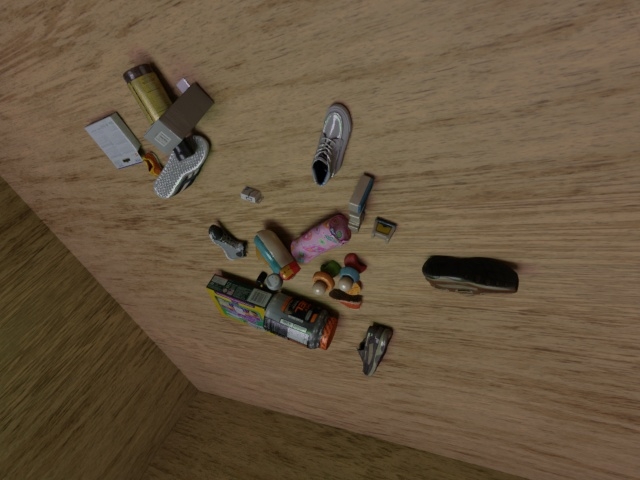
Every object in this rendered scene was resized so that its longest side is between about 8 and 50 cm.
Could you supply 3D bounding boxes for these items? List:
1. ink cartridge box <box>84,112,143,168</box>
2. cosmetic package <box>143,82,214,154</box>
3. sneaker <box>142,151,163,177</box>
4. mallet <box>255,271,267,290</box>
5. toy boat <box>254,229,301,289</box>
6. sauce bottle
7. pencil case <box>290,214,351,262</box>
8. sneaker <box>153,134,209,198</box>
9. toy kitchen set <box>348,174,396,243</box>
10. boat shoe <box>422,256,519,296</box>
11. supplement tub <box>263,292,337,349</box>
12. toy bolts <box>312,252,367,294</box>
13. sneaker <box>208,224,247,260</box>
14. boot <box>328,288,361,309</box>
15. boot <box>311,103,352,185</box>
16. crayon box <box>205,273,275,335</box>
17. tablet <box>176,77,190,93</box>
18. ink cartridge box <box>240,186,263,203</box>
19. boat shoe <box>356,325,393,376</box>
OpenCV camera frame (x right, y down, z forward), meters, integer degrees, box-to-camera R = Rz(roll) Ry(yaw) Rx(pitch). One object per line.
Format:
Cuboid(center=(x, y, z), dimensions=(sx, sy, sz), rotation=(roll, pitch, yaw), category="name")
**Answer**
Cuboid(center=(-0.897, -0.433, 1.781), dimensions=(0.223, 0.045, 0.224), rotation=(-3, 130, 34), category="ink cartridge box")
Cuboid(center=(-0.482, -0.420, 1.390), dimensions=(0.127, 0.238, 0.107), rotation=(-24, 127, 41), category="cosmetic package")
Cuboid(center=(-0.727, -0.303, 1.792), dimensions=(0.064, 0.067, 0.175), rotation=(-8, 128, 34), category="sneaker")
Cuboid(center=(-0.299, 0.224, 2.089), dimensions=(0.039, 0.062, 0.190), rotation=(23, 154, 9), category="mallet")
Cuboid(center=(-0.191, 0.093, 1.703), dimensions=(0.268, 0.148, 0.318), rotation=(56, 175, -28), category="toy boat")
Cuboid(center=(-0.580, -0.458, 1.479), dimensions=(0.111, 0.111, 0.345), rotation=(-8, 116, 37), category="sauce bottle")
Cuboid(center=(0.000, 0.000, 1.610), dimensions=(0.124, 0.124, 0.284), rotation=(45, 138, -16), category="pencil case")
Cuboid(center=(-0.552, -0.309, 1.651), dimensions=(0.321, 0.127, 0.126), rotation=(-40, 96, 22), category="sneaker")
Cuboid(center=(0.195, -0.104, 1.420), dimensions=(0.165, 0.122, 0.207), rotation=(21, 158, 12), category="toy kitchen set")
Cuboid(center=(0.530, 0.137, 1.439), dimensions=(0.323, 0.123, 0.120), rotation=(9, 141, 35), category="boat shoe")
Cuboid(center=(-0.098, 0.407, 2.010), dimensions=(0.337, 0.207, 0.207), rotation=(19, 138, 14), category="supplement tub")
Cuboid(center=(0.094, 0.185, 1.707), dimensions=(0.218, 0.159, 0.228), rotation=(43, 138, -13), category="toy bolts")
Cuboid(center=(-0.419, 0.004, 1.910), dimensions=(0.132, 0.086, 0.229), rotation=(-3, 139, 28), category="sneaker")
Cuboid(center=(0.113, 0.279, 1.872), dimensions=(0.157, 0.059, 0.085), rotation=(14, 142, 17), category="boot")
Cuboid(center=(0.031, -0.294, 1.294), dimensions=(0.095, 0.123, 0.259), rotation=(19, 138, 14), category="boot")
Cuboid(center=(-0.406, 0.354, 2.199), dimensions=(0.362, 0.106, 0.313), rotation=(16, 146, 18), category="crayon box")
Cuboid(center=(-0.477, -0.536, 1.453), dimensions=(0.054, 0.006, 0.083), rotation=(-18, 120, 41), category="tablet")
Cuboid(center=(-0.278, -0.184, 1.650), dimensions=(0.083, 0.048, 0.028), rotation=(19, 138, 12), category="ink cartridge box")
Cuboid(center=(0.255, 0.537, 2.006), dimensions=(0.130, 0.132, 0.356), rotation=(28, 132, 19), category="boat shoe")
